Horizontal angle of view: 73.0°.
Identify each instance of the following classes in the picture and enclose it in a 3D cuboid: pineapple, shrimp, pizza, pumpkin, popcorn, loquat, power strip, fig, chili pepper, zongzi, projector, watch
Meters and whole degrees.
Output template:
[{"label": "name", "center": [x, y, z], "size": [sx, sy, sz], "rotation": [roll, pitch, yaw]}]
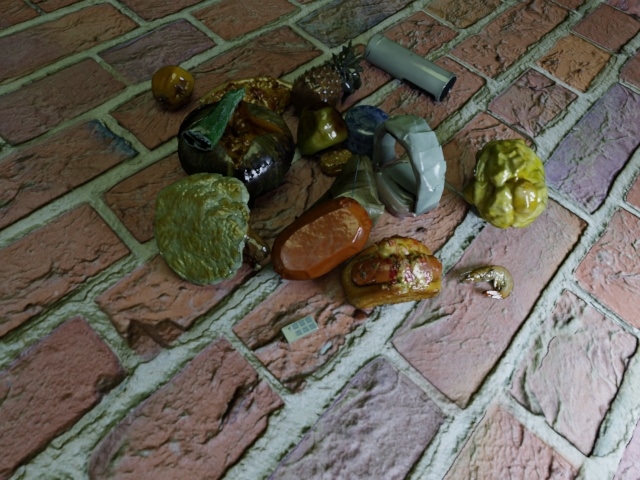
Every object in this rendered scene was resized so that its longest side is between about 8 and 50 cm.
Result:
[{"label": "pineapple", "center": [0.055, -0.541, 1.445], "size": [0.166, 0.165, 0.364], "rotation": [34, 57, 14]}, {"label": "shrimp", "center": [0.441, 0.115, 1.145], "size": [0.163, 0.045, 0.095], "rotation": [-7, 79, -18]}, {"label": "pizza", "center": [-0.214, -0.442, 1.384], "size": [0.336, 0.086, 0.226], "rotation": [-13, 59, -17]}, {"label": "pumpkin", "center": [-0.227, -0.250, 1.191], "size": [0.321, 0.192, 0.320], "rotation": [2, 58, -4]}, {"label": "popcorn", "center": [0.518, -0.158, 1.208], "size": [0.215, 0.252, 0.286], "rotation": [11, 50, 15]}, {"label": "loquat", "center": [-0.464, -0.481, 1.359], "size": [0.137, 0.113, 0.137], "rotation": [2, 79, -10]}, {"label": "power strip", "center": [-0.049, 0.210, 1.021], "size": [0.090, 0.016, 0.040], "rotation": [-23, 63, -21]}, {"label": "fig", "center": [-0.001, -0.327, 1.300], "size": [0.154, 0.165, 0.144], "rotation": [32, 23, -8]}, {"label": "chili pepper", "center": [-0.248, -0.316, 1.087], "size": [0.088, 0.059, 0.226], "rotation": [26, 60, 6]}, {"label": "zongzi", "center": [0.040, -0.139, 1.204], "size": [0.242, 0.112, 0.220], "rotation": [-2, 59, -8]}, {"label": "projector", "center": [0.320, -0.627, 1.563], "size": [0.338, 0.108, 0.108], "rotation": [37, 60, 15]}, {"label": "watch", "center": [0.247, -0.218, 1.206], "size": [0.162, 0.241, 0.253], "rotation": [-25, 64, -24]}]

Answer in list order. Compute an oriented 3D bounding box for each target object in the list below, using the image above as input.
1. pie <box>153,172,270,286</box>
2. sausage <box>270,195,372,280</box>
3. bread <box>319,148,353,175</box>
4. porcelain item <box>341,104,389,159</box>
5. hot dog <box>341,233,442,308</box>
[{"label": "pie", "center": [-0.276, -0.026, 1.040], "size": [0.257, 0.105, 0.274], "rotation": [-23, 85, 6]}, {"label": "sausage", "center": [0.000, 0.000, 1.058], "size": [0.268, 0.141, 0.153], "rotation": [-32, 84, -2]}, {"label": "bread", "center": [0.051, -0.240, 1.311], "size": [0.111, 0.044, 0.083], "rotation": [-11, 58, -12]}, {"label": "porcelain item", "center": [0.141, -0.339, 1.346], "size": [0.147, 0.114, 0.147], "rotation": [4, 56, -6]}, {"label": "hot dog", "center": [0.186, 0.076, 1.058], "size": [0.257, 0.153, 0.150], "rotation": [-7, 59, -12]}]
